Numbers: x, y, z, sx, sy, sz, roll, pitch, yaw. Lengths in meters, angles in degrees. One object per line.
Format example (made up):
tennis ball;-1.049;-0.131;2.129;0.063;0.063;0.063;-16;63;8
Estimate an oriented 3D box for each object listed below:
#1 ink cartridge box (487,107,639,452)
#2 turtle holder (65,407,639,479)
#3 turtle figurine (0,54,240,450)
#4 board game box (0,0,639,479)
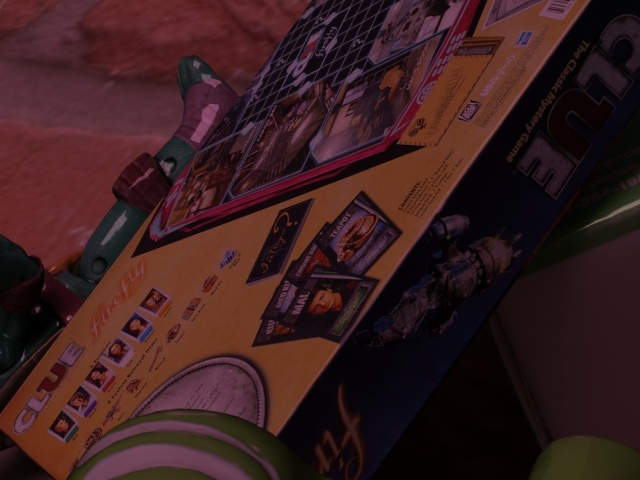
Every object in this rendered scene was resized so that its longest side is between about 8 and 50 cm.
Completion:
ink cartridge box;0.142;-0.066;0.747;0.211;0.121;0.289;-23;35;6
turtle holder;-0.009;0.164;0.414;0.320;0.243;0.227;-43;39;49
turtle figurine;-0.125;0.026;0.814;0.234;0.118;0.175;-39;-4;-19
board game box;0.000;0.000;0.645;0.243;0.042;0.165;-54;31;-7
